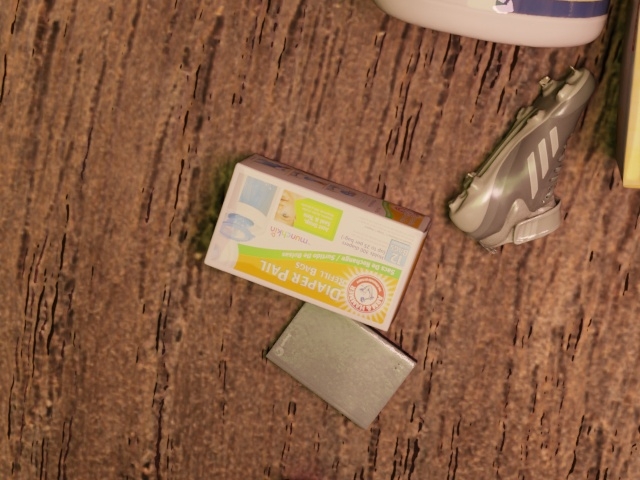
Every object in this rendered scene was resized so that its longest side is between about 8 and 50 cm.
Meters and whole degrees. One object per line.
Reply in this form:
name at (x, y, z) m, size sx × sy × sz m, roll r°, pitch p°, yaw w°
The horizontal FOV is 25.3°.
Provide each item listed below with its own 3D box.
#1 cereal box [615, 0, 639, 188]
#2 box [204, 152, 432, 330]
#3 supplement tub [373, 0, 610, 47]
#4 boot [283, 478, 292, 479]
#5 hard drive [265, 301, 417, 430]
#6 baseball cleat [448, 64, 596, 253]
cereal box at (0.305, -0.145, 1.327) m, size 0.047 × 0.240 × 0.173 m, roll 5°, pitch 101°, yaw 8°
box at (0.000, 0.000, 1.469) m, size 0.203 × 0.103 × 0.114 m, roll 20°, pitch 102°, yaw 5°
supplement tub at (0.176, -0.352, 1.304) m, size 0.228 × 0.228 × 0.316 m, roll 11°, pitch 108°, yaw 7°
boot at (-0.180, 0.382, 1.550) m, size 0.284 × 0.138 × 0.377 m, roll 26°, pitch 108°, yaw 4°
hard drive at (0.022, 0.126, 1.528) m, size 0.135 × 0.022 × 0.094 m, roll 36°, pitch 103°, yaw 2°
baseball cleat at (0.224, -0.077, 1.449) m, size 0.109 × 0.072 × 0.206 m, roll 38°, pitch 108°, yaw -13°
